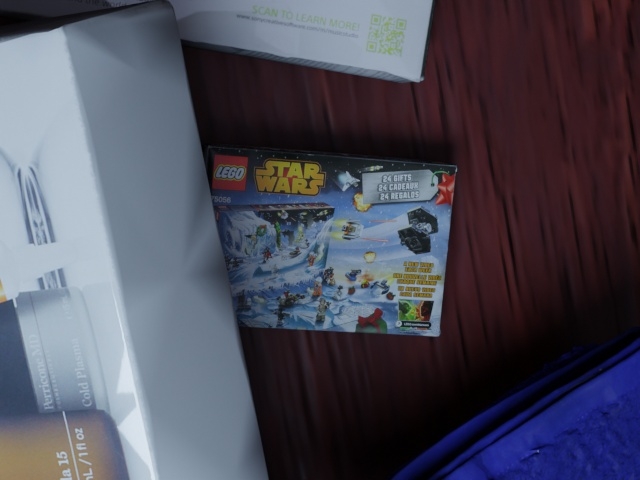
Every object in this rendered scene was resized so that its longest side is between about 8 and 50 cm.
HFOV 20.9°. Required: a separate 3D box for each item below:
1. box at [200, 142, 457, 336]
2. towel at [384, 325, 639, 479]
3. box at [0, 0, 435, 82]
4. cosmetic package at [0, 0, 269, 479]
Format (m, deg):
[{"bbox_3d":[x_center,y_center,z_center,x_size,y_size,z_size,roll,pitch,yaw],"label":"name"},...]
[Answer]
[{"bbox_3d":[0.000,0.000,0.911,0.137,0.027,0.094,4,96,-17],"label":"box"},{"bbox_3d":[0.143,0.225,0.881,0.228,0.076,0.308,-30,98,-19],"label":"towel"},{"bbox_3d":[-0.038,-0.254,0.858,0.232,0.058,0.322,8,95,-17],"label":"box"},{"bbox_3d":[-0.170,0.104,0.760,0.284,0.097,0.377,-6,101,26],"label":"cosmetic package"}]
